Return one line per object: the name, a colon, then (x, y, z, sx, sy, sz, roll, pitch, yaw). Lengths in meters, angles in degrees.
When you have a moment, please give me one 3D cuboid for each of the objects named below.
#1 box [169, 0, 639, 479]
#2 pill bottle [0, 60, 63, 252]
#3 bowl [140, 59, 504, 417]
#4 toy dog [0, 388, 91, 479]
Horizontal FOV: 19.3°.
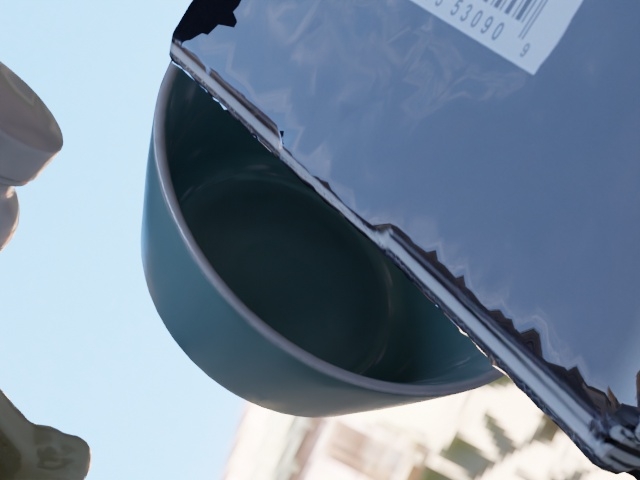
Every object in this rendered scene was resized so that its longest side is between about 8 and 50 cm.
box: (0.254, -0.043, 0.855, 0.472, 0.480, 0.297, 28, -82, -30)
pill bottle: (-0.464, -0.013, 1.958, 0.408, 0.229, 0.229, -44, -16, 16)
bowl: (0.000, 0.000, 1.310, 0.311, 0.311, 0.163, -46, -2, -41)
toy dog: (-0.388, 0.291, 1.505, 0.284, 0.395, 0.408, 75, -170, -46)
